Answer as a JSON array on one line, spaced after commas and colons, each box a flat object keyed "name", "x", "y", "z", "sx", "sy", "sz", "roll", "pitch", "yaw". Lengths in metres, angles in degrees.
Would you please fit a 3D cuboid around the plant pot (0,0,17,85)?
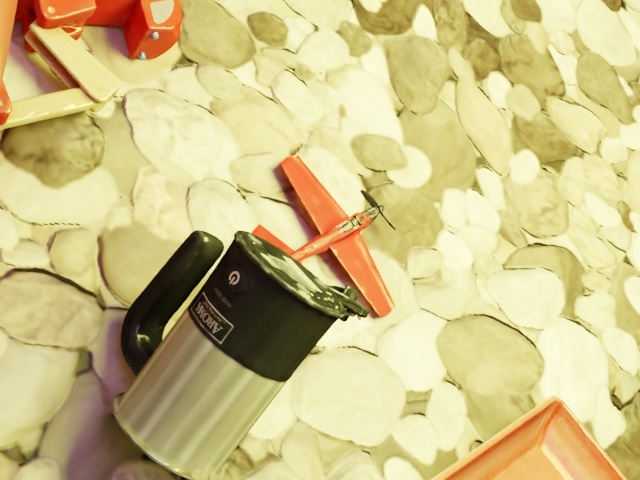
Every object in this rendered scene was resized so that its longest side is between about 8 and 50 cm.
[{"name": "plant pot", "x": -0.283, "y": -0.194, "z": 0.530, "sx": 0.274, "sy": 0.275, "sz": 0.243, "roll": 24, "pitch": 43, "yaw": -19}]

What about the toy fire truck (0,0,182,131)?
[{"name": "toy fire truck", "x": -0.182, "y": -0.139, "z": 0.688, "sx": 0.192, "sy": 0.047, "sz": 0.135, "roll": -4, "pitch": 69, "yaw": -33}]

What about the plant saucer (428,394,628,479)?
[{"name": "plant saucer", "x": 0.186, "y": 0.246, "z": 0.646, "sx": 0.258, "sy": 0.048, "sz": 0.259, "roll": 53, "pitch": 29, "yaw": 16}]

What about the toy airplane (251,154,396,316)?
[{"name": "toy airplane", "x": 0.000, "y": 0.000, "z": 0.738, "sx": 0.151, "sy": 0.028, "sz": 0.151, "roll": 14, "pitch": 61, "yaw": -26}]

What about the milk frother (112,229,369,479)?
[{"name": "milk frother", "x": -0.044, "y": 0.074, "z": 0.625, "sx": 0.143, "sy": 0.135, "sz": 0.129, "roll": 32, "pitch": 10, "yaw": -35}]
